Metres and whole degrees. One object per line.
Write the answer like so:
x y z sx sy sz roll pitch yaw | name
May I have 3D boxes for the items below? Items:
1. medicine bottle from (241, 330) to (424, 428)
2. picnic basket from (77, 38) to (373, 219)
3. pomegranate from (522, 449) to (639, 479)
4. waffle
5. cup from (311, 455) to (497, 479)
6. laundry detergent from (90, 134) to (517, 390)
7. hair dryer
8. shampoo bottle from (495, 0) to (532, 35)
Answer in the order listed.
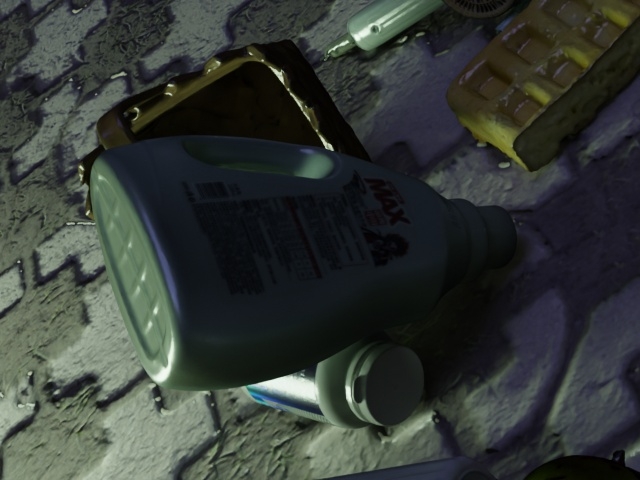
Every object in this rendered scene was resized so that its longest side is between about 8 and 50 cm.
0.009 0.128 1.623 0.191 0.107 0.107 10 64 48 | medicine bottle
-0.110 -0.058 1.740 0.291 0.254 0.321 -33 6 19 | picnic basket
0.220 0.253 1.282 0.148 0.148 0.169 -18 70 32 | pomegranate
0.264 -0.205 1.725 0.274 0.057 0.168 -45 36 2 | waffle
0.065 0.300 1.403 0.202 0.221 0.167 -18 11 29 | cup
0.000 0.000 1.551 0.264 0.398 0.125 64 147 32 | laundry detergent
0.119 -0.298 1.927 0.357 0.107 0.173 -26 22 43 | hair dryer
0.268 -0.295 1.818 0.191 0.041 0.069 -49 35 -3 | shampoo bottle
